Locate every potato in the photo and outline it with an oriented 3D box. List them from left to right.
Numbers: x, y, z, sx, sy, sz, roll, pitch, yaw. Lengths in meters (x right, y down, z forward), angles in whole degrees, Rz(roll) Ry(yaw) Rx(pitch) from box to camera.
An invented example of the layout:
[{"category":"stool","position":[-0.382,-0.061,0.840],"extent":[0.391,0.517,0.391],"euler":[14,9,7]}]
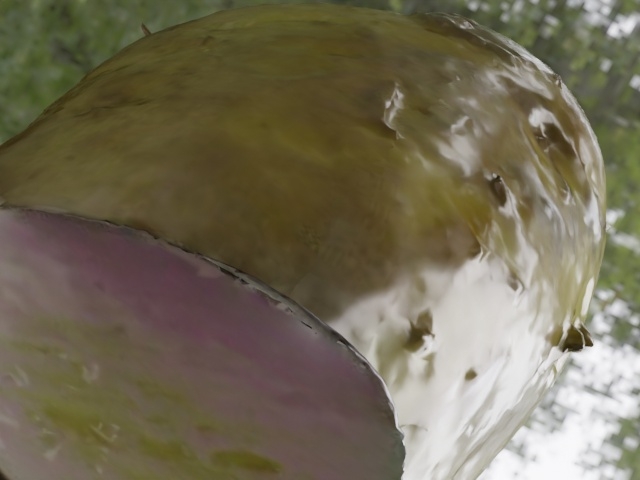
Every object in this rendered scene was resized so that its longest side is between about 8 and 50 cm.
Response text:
[{"category":"potato","position":[0.000,0.000,0.673],"extent":[0.229,0.229,0.266],"euler":[-41,-169,44]}]
